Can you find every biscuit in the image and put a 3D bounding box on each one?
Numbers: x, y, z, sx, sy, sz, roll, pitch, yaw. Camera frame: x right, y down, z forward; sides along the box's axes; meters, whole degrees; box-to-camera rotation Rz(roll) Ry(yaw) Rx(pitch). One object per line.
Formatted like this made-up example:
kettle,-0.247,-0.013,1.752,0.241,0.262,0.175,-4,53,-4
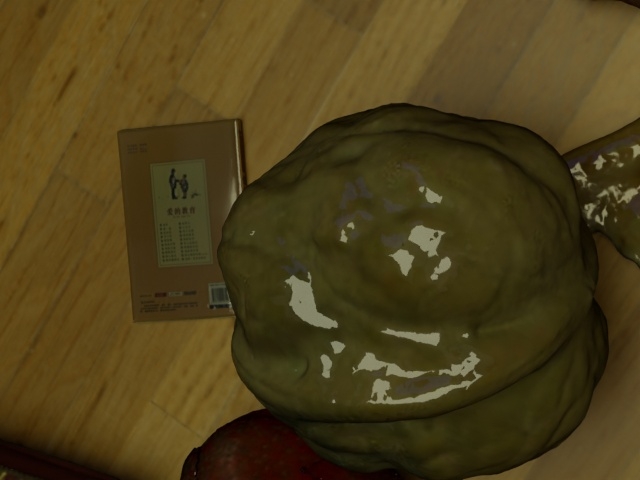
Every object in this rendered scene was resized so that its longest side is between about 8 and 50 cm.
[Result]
biscuit,0.234,-0.001,1.289,0.183,0.039,0.174,-20,88,19

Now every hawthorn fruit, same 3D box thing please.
hawthorn fruit,0.000,0.228,1.322,0.235,0.181,0.181,12,96,5

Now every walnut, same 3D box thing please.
walnut,0.070,0.037,1.205,0.276,0.253,0.282,-1,99,30

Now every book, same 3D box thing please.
book,-0.117,-0.016,1.424,0.118,0.012,0.172,-4,91,19

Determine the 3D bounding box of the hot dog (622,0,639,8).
hot dog,0.249,-0.234,1.243,0.261,0.093,0.123,14,96,18

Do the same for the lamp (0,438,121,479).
lamp,-0.272,0.262,1.409,0.274,0.177,0.177,18,98,17
